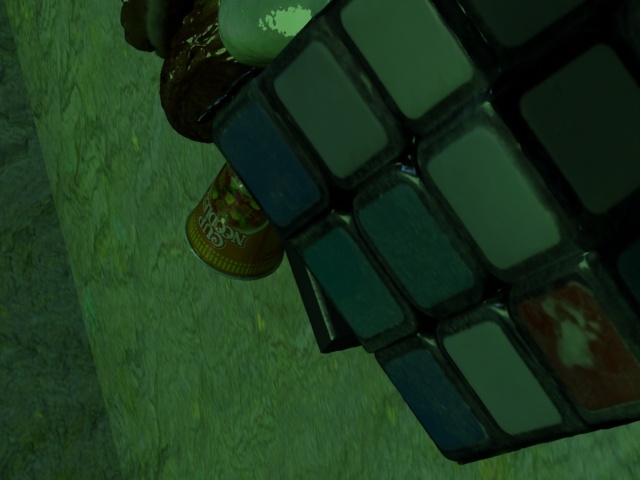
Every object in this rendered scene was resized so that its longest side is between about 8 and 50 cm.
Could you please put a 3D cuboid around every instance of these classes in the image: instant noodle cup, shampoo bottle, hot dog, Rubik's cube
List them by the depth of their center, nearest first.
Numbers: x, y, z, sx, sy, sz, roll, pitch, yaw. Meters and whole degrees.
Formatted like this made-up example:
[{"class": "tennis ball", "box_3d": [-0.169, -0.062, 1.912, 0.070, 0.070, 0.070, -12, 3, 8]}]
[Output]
[{"class": "Rubik's cube", "box_3d": [0.187, -0.078, 1.055, 0.359, 0.363, 0.362, 55, 151, 3]}, {"class": "shampoo bottle", "box_3d": [-0.001, 0.000, 1.956, 0.071, 0.098, 0.309, 123, 131, -58]}, {"class": "hot dog", "box_3d": [-0.118, -0.292, 1.975, 0.387, 0.174, 0.267, 125, 165, -61]}, {"class": "instant noodle cup", "box_3d": [-0.098, -0.059, 2.104, 0.168, 0.168, 0.185, 64, 144, 31]}]

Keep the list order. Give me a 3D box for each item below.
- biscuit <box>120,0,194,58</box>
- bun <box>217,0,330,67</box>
[{"class": "biscuit", "box_3d": [-0.218, -0.430, 2.099, 0.332, 0.103, 0.332, 10, -90, -89]}, {"class": "bun", "box_3d": [0.039, -0.265, 1.526, 0.293, 0.293, 0.187, -172, 90, -66]}]
